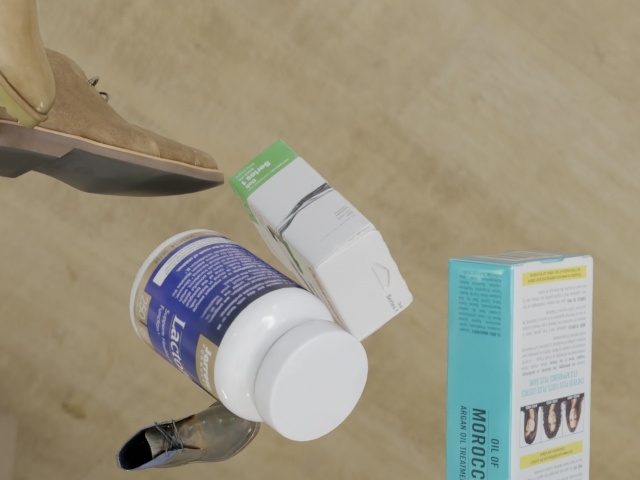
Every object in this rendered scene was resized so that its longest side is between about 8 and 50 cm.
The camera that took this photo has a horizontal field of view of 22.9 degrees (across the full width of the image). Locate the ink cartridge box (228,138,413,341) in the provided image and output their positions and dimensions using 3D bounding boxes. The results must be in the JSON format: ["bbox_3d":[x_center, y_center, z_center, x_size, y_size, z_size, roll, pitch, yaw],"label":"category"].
[{"bbox_3d":[0.000,0.000,1.946,0.092,0.219,0.160,-37,135,-7],"label":"ink cartridge box"}]

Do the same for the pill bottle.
[{"bbox_3d":[-0.077,0.101,1.690,0.153,0.264,0.153,-18,122,-32],"label":"pill bottle"}]

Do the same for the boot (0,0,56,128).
[{"bbox_3d":[-0.180,-0.243,1.208,0.269,0.089,0.236,-31,118,1],"label":"boot"}]

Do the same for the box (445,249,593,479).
[{"bbox_3d":[0.143,0.132,1.138,0.100,0.060,0.244,-5,97,-46],"label":"box"}]

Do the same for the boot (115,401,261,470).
[{"bbox_3d":[-0.183,0.277,2.169,0.219,0.106,0.082,-27,80,40],"label":"boot"}]

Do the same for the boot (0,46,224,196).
[{"bbox_3d":[-0.203,-0.106,1.422,0.112,0.115,0.305,-16,160,38],"label":"boot"}]
